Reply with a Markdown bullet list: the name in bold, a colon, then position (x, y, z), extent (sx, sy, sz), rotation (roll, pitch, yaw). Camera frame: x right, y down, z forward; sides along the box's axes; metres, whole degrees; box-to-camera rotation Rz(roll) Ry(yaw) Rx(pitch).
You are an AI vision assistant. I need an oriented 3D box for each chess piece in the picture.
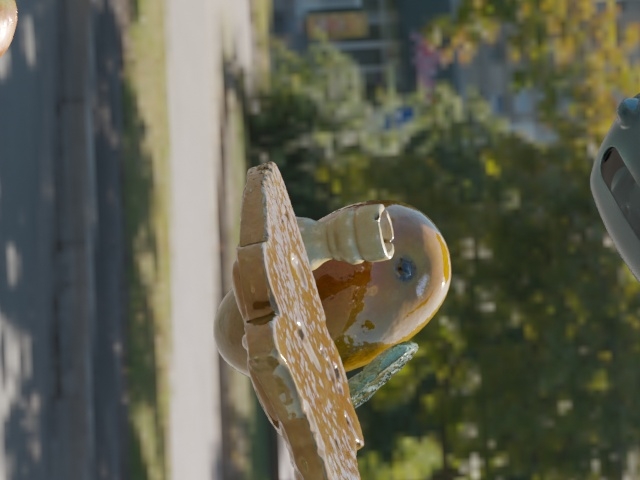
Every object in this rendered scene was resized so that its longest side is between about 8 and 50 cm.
- **chess piece**: position (0.000, 0.000, 1.683), extent (0.066, 0.122, 0.066), rotation (-11, 90, -73)

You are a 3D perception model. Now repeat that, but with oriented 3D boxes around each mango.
- **mango**: position (0.006, 0.058, 1.840), extent (0.139, 0.254, 0.175), rotation (57, 19, -6)

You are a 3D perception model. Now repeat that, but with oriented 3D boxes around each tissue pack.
- **tissue pack**: position (0.419, -0.038, 2.128), extent (0.198, 0.206, 0.287), rotation (-61, -148, 33)

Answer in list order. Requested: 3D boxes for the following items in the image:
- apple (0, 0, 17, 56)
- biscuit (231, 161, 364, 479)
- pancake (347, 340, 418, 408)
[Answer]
- **apple**: position (-0.411, -0.247, 2.152), extent (0.146, 0.146, 0.146), rotation (-3, 90, -89)
- **biscuit**: position (-0.015, 0.058, 1.047), extent (0.162, 0.035, 0.250), rotation (65, 12, -53)
- **pancake**: position (0.024, 0.100, 1.273), extent (0.017, 0.108, 0.108), rotation (52, -6, 10)
